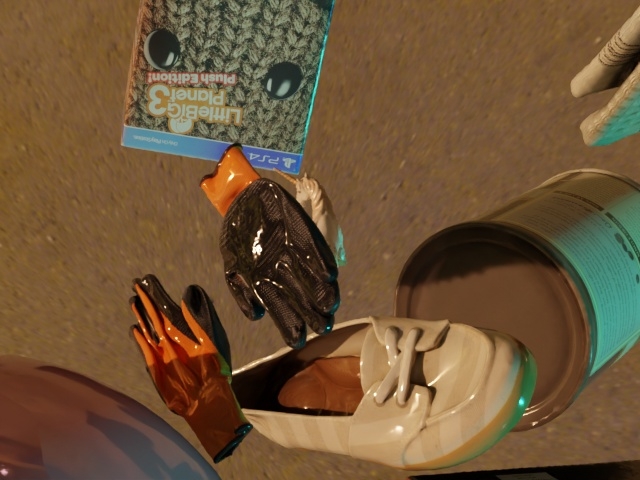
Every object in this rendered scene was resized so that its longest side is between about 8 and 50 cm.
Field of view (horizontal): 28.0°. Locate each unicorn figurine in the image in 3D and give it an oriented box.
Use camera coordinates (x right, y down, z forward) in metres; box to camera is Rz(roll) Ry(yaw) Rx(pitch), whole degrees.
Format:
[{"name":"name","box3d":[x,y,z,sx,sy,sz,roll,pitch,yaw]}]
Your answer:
[{"name":"unicorn figurine","box3d":[0.000,0.000,1.431,0.060,0.111,0.162,-14,39,-6]}]

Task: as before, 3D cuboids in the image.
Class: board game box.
[{"name":"board game box","box3d":[-0.117,-0.256,1.626,0.232,0.141,0.291,8,110,-11]}]

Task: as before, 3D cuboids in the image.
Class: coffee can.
[{"name":"coffee can","box3d":[0.227,0.050,1.289,0.201,0.275,0.202,10,109,31]}]

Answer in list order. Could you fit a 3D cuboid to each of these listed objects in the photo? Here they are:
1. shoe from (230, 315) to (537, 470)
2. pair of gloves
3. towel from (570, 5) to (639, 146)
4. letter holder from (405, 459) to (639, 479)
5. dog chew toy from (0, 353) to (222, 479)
[{"name":"shoe","box3d":[0.022,0.083,0.700,0.058,0.219,0.077,26,64,-33]},{"name":"pair of gloves","box3d":[-0.029,0.020,0.409,0.083,0.010,0.074,-51,56,22]},{"name":"towel","box3d":[0.363,-0.193,0.975,0.312,0.324,0.056,-21,75,-13]},{"name":"letter holder","box3d":[0.208,0.312,1.053,0.301,0.152,0.215,4,103,-35]},{"name":"dog chew toy","box3d":[-0.083,0.205,0.357,0.206,0.206,0.332,-20,90,-7]}]
